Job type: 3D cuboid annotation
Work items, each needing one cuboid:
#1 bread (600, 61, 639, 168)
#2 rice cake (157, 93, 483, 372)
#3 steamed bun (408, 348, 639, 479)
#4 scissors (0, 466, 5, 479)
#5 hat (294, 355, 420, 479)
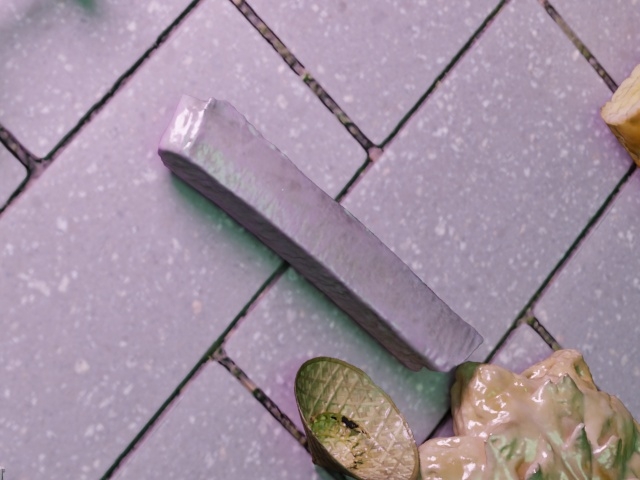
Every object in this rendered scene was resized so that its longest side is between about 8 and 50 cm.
[{"bbox_3d":[0.483,-0.070,1.743,0.236,0.165,0.375,-45,107,-19],"label":"bread"},{"bbox_3d":[0.000,0.000,1.538,0.365,0.056,0.072,40,64,-20],"label":"rice cake"},{"bbox_3d":[0.216,0.241,1.595,0.292,0.137,0.295,25,77,-21],"label":"steamed bun"},{"bbox_3d":[-0.273,0.272,1.391,0.085,0.022,0.176,10,85,-31],"label":"scissors"},{"bbox_3d":[0.013,0.181,1.533,0.146,0.067,0.146,33,30,-23],"label":"hat"}]
